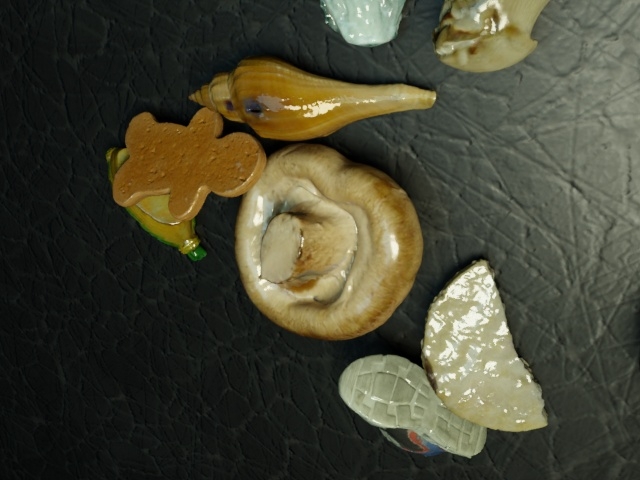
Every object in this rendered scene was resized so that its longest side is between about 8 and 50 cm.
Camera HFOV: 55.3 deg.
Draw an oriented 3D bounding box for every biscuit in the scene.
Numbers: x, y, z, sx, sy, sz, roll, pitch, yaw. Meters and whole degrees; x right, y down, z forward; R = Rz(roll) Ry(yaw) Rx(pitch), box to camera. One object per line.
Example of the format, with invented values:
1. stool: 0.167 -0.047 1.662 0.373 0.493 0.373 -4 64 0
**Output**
1. biscuit: 0.202 0.155 0.802 0.133 0.032 0.249 -23 102 8
2. biscuit: -0.180 -0.105 0.846 0.250 0.036 0.165 4 76 28

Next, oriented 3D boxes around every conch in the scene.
1. conch: -0.024 -0.173 0.764 0.331 0.093 0.109 10 115 23

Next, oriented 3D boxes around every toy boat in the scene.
1. toy boat: -0.258 -0.063 0.950 0.229 0.089 0.088 50 162 1

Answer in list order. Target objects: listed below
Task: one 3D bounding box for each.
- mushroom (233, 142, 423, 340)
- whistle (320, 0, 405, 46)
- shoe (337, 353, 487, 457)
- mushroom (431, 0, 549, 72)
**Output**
1. mushroom: 0.000 0.000 0.796 0.278 0.146 0.278 6 99 37
2. whistle: 0.027 -0.377 0.635 0.189 0.189 0.347 8 137 24
3. shoe: 0.116 0.238 0.863 0.228 0.099 0.125 28 152 -11
4. mushroom: 0.257 -0.308 0.545 0.397 0.126 0.177 -28 106 30
